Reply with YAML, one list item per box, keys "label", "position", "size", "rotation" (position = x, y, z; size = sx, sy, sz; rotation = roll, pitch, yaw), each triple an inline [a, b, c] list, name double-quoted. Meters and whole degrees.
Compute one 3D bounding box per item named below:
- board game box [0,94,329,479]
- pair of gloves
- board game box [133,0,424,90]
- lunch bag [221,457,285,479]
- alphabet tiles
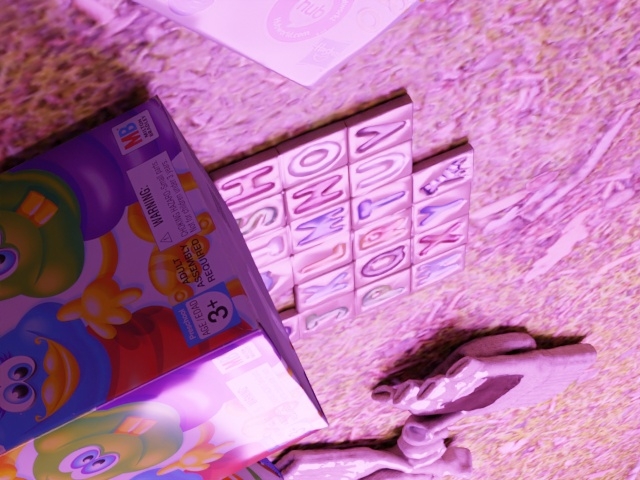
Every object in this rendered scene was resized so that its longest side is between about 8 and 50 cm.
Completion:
- label: "board game box"
  position: [-0.159, 0.074, 0.880]
  size: [0.275, 0.142, 0.144]
  rotation: [-26, 152, 2]
- label: "pair of gloves"
  position: [0.082, 0.151, 1.367]
  size: [0.240, 0.042, 0.204]
  rotation: [-40, 151, 27]
- label: "board game box"
  position: [0.014, -0.209, 0.598]
  size: [0.302, 0.086, 0.308]
  rotation: [-37, 152, 20]
- label: "lunch bag"
  position: [-0.094, 0.294, 1.132]
  size: [0.239, 0.327, 0.385]
  rotation: [-34, 151, 19]
- label: "alphabet tiles"
  position: [0.000, 0.000, 1.054]
  size: [0.198, 0.009, 0.237]
  rotation: [-22, 154, -9]
